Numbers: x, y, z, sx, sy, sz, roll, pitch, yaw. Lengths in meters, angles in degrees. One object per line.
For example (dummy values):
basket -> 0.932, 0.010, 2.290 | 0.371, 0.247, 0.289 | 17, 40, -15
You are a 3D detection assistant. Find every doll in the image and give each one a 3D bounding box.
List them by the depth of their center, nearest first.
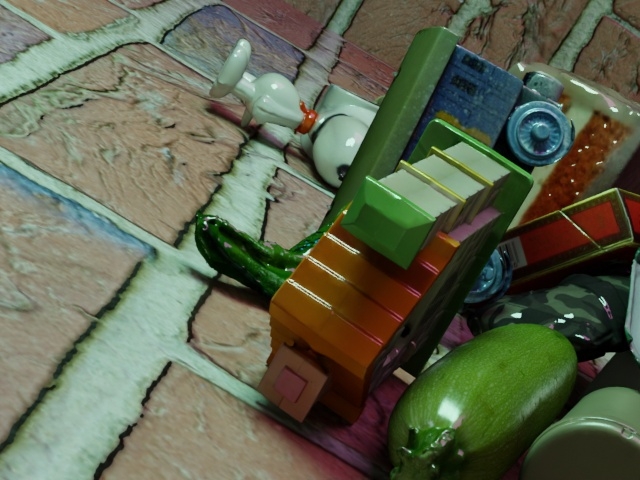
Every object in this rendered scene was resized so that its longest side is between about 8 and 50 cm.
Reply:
doll -> -0.006, -0.181, 1.749 | 0.271, 0.144, 0.208 | 38, 25, 7

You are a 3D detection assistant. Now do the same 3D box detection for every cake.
cake -> 0.328, -0.083, 1.788 | 0.237, 0.309, 0.230 | 34, 12, 21

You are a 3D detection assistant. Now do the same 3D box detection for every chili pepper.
chili pepper -> 0.000, 0.001, 1.212 | 0.279, 0.122, 0.065 | -20, 24, -40

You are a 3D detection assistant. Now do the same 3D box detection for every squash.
squash -> 0.132, 0.137, 1.048 | 0.107, 0.107, 0.395 | 35, 18, 14

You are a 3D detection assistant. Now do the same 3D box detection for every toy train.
toy train -> 0.131, -0.064, 1.356 | 0.202, 0.299, 0.131 | 27, -5, -8

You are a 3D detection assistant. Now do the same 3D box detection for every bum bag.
bum bag -> 0.314, 0.077, 1.405 | 0.340, 0.095, 0.144 | -6, 10, -41

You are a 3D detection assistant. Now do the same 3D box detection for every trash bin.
trash bin -> 0.294, 0.225, 1.067 | 0.243, 0.121, 0.247 | 35, 13, 15

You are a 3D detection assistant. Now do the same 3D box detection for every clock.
clock -> 0.046, 0.032, 1.031 | 0.106, 0.220, 0.255 | 34, 23, 14

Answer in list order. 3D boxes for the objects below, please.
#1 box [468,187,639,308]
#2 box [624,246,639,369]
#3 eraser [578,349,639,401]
box -> 0.277, 0.016, 1.499 | 0.153, 0.240, 0.074 | 15, 59, -53
box -> 0.460, 0.138, 1.274 | 0.337, 0.106, 0.264 | 43, 27, -5
eraser -> 0.491, 0.258, 1.409 | 0.397, 0.082, 0.213 | 37, 16, 23
